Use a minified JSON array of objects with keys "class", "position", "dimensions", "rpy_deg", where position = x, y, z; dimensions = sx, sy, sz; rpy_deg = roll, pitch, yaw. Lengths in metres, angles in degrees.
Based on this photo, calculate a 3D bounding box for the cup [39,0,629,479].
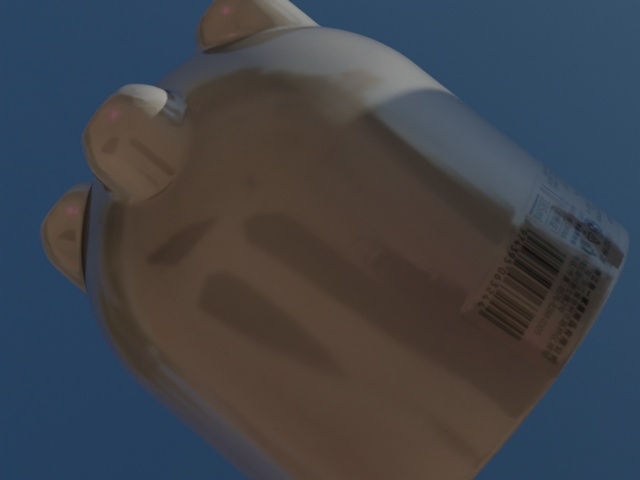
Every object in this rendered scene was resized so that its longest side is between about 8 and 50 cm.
[{"class":"cup","position":[0.005,-0.006,0.418],"dimensions":[0.142,0.173,0.134],"rpy_deg":[39,-51,0]}]
